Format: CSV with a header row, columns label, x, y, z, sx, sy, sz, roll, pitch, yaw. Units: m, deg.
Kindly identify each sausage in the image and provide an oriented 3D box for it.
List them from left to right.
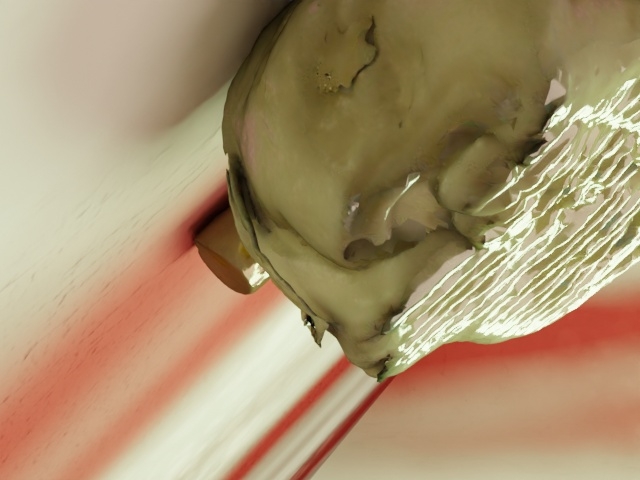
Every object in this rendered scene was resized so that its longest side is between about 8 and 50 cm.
label,x,y,z,sx,sy,sz,roll,pitch,yaw
sausage,0.031,-0.074,0.787,0.301,0.066,0.066,-45,168,-24

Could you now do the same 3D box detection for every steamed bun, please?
label,x,y,z,sx,sy,sz,roll,pitch,yaw
steamed bun,0.082,-0.077,0.601,0.280,0.207,0.268,-18,148,-32
